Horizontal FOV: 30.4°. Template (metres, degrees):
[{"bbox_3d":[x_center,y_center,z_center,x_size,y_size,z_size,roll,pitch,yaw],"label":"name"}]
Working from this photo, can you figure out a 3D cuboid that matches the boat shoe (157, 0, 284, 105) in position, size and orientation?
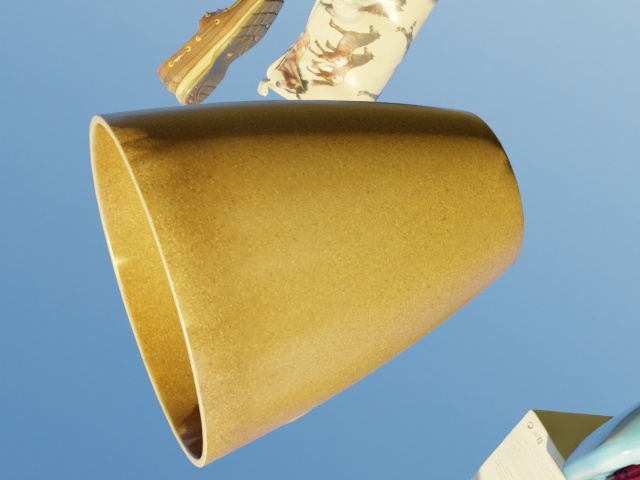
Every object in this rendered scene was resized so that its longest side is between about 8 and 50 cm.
[{"bbox_3d":[-0.110,-0.230,1.302,0.060,0.178,0.064,42,180,14],"label":"boat shoe"}]

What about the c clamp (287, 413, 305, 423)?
[{"bbox_3d":[-0.030,0.093,1.087,0.137,0.160,0.022,-2,171,16],"label":"c clamp"}]

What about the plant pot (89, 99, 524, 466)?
[{"bbox_3d":[0.000,0.000,0.799,0.254,0.237,0.237,-16,-128,-16],"label":"plant pot"}]

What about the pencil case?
[{"bbox_3d":[0.070,-0.358,1.740,0.184,0.410,0.160,29,-164,-8],"label":"pencil case"}]

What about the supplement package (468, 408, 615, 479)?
[{"bbox_3d":[0.300,0.374,1.467,0.198,0.262,0.199,11,-144,-37],"label":"supplement package"}]

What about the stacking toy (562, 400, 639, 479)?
[{"bbox_3d":[0.268,0.218,0.645,0.175,0.166,0.301,-19,-106,-1],"label":"stacking toy"}]
